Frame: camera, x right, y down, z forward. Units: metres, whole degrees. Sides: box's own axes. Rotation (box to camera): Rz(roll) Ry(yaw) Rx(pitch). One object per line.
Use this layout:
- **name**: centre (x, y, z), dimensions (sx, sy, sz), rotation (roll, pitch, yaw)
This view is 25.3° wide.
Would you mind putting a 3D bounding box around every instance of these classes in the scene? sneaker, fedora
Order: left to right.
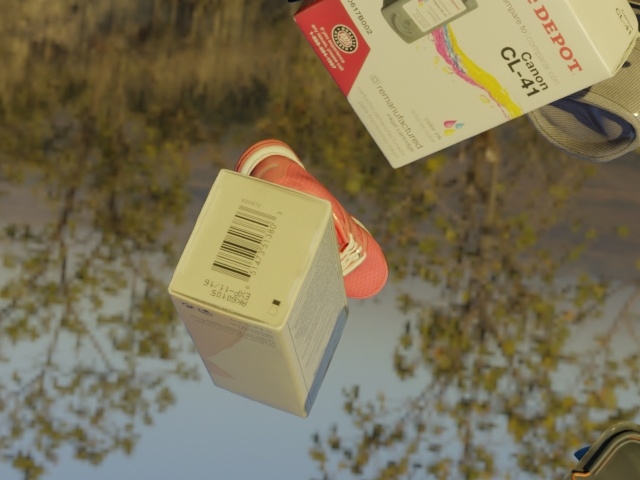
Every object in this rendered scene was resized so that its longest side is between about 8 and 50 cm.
- **sneaker**: centre (-0.001, 0.000, 1.969), dimensions (0.314, 0.116, 0.136), rotation (45, -177, -36)
- **fedora**: centre (0.355, -0.184, 1.792), dimensions (0.275, 0.124, 0.243), rotation (19, 149, 38)

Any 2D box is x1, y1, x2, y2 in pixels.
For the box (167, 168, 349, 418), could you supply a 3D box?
- **box**: centre (-0.055, 0.065, 1.488), dimensions (0.121, 0.148, 0.311), rotation (18, 159, 11)

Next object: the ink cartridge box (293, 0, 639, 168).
- **ink cartridge box**: centre (0.159, -0.241, 1.579), dimensions (0.306, 0.226, 0.131), rotation (-22, -160, 39)

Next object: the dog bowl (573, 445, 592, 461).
- **dog bowl**: centre (0.288, 0.358, 1.706), dimensions (0.074, 0.166, 0.297), rotation (27, 144, -14)

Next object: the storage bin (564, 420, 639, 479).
- **storage bin**: centre (0.231, 0.220, 1.087), dimensions (0.098, 0.135, 0.091), rotation (22, -160, -36)

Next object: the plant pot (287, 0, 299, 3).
- **plant pot**: centre (0.036, -0.438, 1.834), dimensions (0.167, 0.188, 0.187), rotation (-3, -142, 18)
